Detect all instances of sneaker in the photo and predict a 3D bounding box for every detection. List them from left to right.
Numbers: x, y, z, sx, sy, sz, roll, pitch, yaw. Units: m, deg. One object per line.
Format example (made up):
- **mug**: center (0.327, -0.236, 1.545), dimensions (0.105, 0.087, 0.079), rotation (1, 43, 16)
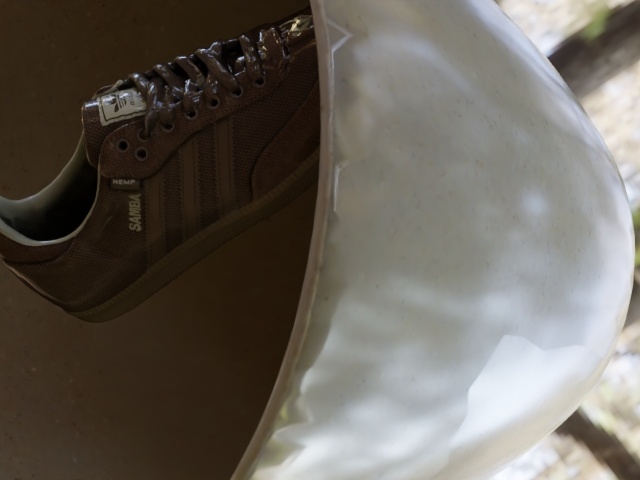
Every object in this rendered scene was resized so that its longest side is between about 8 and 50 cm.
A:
- **sneaker**: center (-0.053, -0.039, 0.704), dimensions (0.071, 0.188, 0.066), rotation (36, 22, -35)

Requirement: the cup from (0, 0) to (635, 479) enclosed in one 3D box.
- **cup**: center (0.000, 0.000, 0.808), dimensions (0.331, 0.237, 0.331), rotation (-17, -111, 53)
